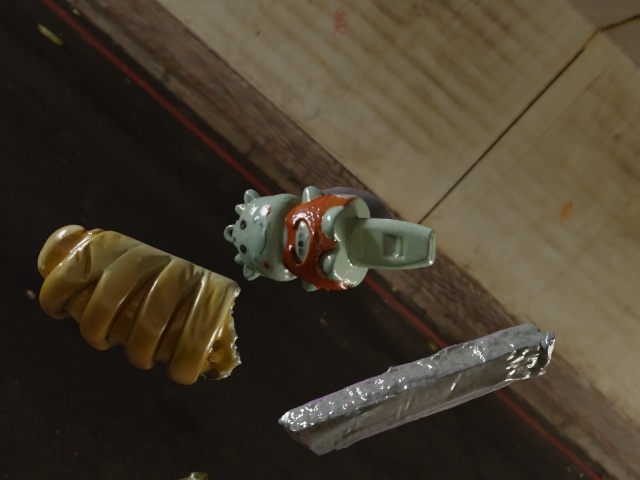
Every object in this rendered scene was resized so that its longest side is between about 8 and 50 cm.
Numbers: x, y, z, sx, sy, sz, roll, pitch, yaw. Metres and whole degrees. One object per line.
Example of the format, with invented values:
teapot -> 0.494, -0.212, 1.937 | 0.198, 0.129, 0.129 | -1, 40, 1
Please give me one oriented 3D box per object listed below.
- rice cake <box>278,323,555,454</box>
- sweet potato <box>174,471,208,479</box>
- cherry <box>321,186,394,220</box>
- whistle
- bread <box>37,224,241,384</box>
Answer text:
rice cake -> 0.093, 0.139, 0.705 | 0.049, 0.269, 0.055 | -120, -169, -61
sweet potato -> -0.024, 0.188, 0.146 | 0.074, 0.074, 0.270 | 2, 73, -70
cherry -> 0.019, -0.026, 1.047 | 0.148, 0.115, 0.188 | -12, 25, -23
whistle -> 0.001, 0.001, 0.806 | 0.106, 0.253, 0.102 | -55, 141, -46
bread -> -0.143, 0.054, 0.599 | 0.177, 0.084, 0.119 | 25, -24, -6
